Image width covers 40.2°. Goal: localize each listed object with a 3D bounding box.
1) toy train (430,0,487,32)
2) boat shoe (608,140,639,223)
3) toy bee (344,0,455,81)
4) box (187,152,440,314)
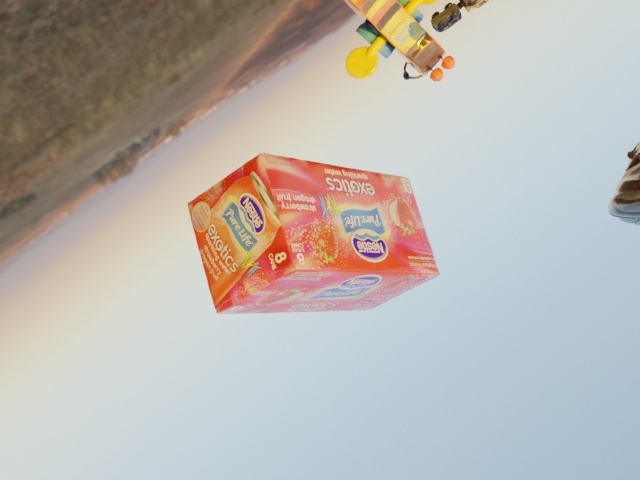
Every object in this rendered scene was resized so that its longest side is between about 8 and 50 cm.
[{"bbox_3d":[0.226,-0.348,1.246,0.158,0.027,0.036,-35,157,0],"label":"toy train"},{"bbox_3d":[0.354,-0.072,0.870,0.122,0.120,0.324,11,-177,13],"label":"boat shoe"},{"bbox_3d":[0.146,-0.334,1.401,0.162,0.298,0.195,50,-58,42],"label":"toy bee"},{"bbox_3d":[0.000,0.000,0.947,0.122,0.128,0.257,-29,159,35],"label":"box"}]
